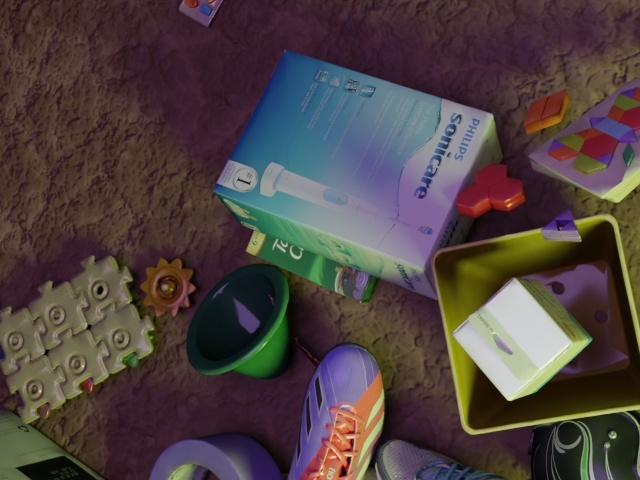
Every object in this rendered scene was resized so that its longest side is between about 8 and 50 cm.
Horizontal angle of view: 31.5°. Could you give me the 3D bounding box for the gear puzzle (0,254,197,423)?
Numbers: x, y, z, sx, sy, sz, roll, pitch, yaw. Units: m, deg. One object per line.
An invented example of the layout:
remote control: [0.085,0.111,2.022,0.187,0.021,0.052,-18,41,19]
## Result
gear puzzle: [-0.322,0.118,1.648,0.339,0.044,0.175,-30,75,15]

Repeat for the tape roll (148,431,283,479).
tape roll: [-0.139,0.354,1.514,0.189,0.080,0.188,0,90,38]

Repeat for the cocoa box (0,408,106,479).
cocoa box: [-0.496,0.395,1.534,0.231,0.347,0.227,30,99,20]

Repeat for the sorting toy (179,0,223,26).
sorting toy: [-0.179,-0.350,1.627,0.083,0.012,0.062,32,99,19]

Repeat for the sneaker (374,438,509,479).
sneaker: [0.183,0.309,1.361,0.283,0.110,0.122,32,143,32]

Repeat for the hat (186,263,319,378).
hat: [-0.059,0.159,1.550,0.173,0.183,0.208,-37,35,12]

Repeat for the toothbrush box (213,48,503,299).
toothbrush box: [0.051,-0.086,1.433,0.296,0.126,0.216,19,76,22]

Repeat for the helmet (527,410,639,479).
helmet: [0.332,0.277,1.317,0.170,0.169,0.161,-19,76,20]

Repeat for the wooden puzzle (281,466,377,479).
wooden puzzle: [0.022,0.414,1.492,0.239,0.044,0.220,-8,85,21]

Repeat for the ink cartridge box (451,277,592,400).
ink cartridge box: [0.210,0.101,1.179,0.090,0.143,0.092,-45,73,14]

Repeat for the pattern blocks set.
pattern blocks set: [0.337,-0.116,1.291,0.285,0.026,0.325,19,56,46]

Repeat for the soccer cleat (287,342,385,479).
soccer cleat: [0.010,0.286,1.415,0.109,0.116,0.318,16,92,2]

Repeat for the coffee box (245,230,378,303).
coffee box: [0.000,0.000,1.523,0.184,0.040,0.113,25,96,21]

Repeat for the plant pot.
plant pot: [0.272,0.099,1.333,0.212,0.187,0.212,-13,82,21]
